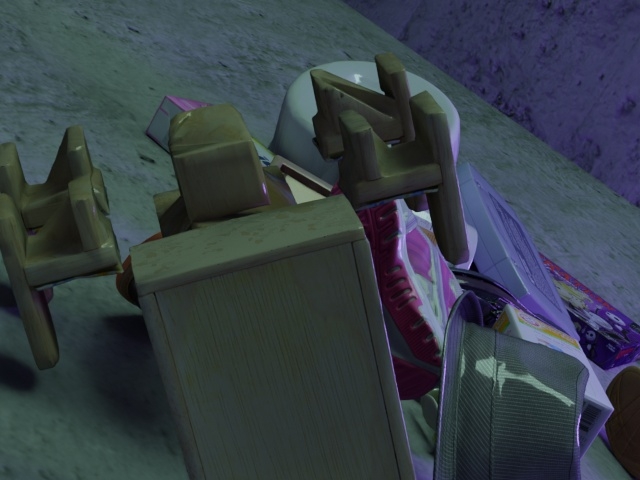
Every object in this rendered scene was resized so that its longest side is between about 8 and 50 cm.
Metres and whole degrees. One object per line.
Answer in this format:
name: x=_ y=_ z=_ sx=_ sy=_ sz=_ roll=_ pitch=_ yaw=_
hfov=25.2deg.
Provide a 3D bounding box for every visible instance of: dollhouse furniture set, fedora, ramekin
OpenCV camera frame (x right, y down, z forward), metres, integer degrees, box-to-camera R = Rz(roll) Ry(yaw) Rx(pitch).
dollhouse furniture set: x=-0.054 y=0.052 z=1.151 sx=0.362 sy=0.256 sz=0.394 roll=-14 pitch=23 yaw=-6
fedora: x=0.171 y=0.169 z=1.264 sx=0.124 sy=0.243 sz=0.275 roll=3 pitch=-18 yaw=8
ramekin: x=0.064 y=-0.135 z=2.002 sx=0.277 sy=0.135 sz=0.277 roll=7 pitch=37 yaw=-5

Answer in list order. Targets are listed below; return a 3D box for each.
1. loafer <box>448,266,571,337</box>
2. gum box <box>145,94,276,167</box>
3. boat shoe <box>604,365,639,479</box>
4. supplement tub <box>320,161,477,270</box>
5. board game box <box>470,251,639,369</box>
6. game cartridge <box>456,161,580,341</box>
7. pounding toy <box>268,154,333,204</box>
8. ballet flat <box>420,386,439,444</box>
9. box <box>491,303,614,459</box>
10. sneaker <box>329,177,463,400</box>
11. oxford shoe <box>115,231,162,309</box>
loafer: x=0.221 y=0.122 z=1.784 sx=0.303 sy=0.109 sz=0.095 roll=25 pitch=21 yaw=-30
gum box: x=-0.136 y=-0.121 z=1.922 sx=0.188 sy=0.062 sz=0.107 roll=39 pitch=18 yaw=25
boat shoe: x=0.438 y=0.268 z=1.764 sx=0.096 sy=0.098 sz=0.277 roll=22 pitch=28 yaw=-30
supplement tub: x=0.085 y=-0.008 z=1.840 sx=0.200 sy=0.144 sz=0.144 roll=27 pitch=17 yaw=-15
board game box: x=0.353 y=0.075 z=2.257 sx=0.347 sy=0.056 sz=0.208 roll=38 pitch=13 yaw=22
game cartridge: x=0.268 y=0.023 z=2.056 sx=0.196 sy=0.060 sz=0.294 roll=47 pitch=17 yaw=-40
pounding toy: x=0.008 y=-0.002 z=1.701 sx=0.206 sy=0.094 sz=0.181 roll=30 pitch=39 yaw=-4
ballet flat: x=0.146 y=0.170 z=1.568 sx=0.077 sy=0.077 sz=0.231 roll=13 pitch=20 yaw=-4
box: x=0.243 y=0.173 z=1.643 sx=0.103 sy=0.114 sz=0.203 roll=27 pitch=16 yaw=-10
sneaker: x=0.079 y=0.041 z=1.441 sx=0.111 sy=0.103 sz=0.252 roll=11 pitch=59 yaw=-55
oxford shoe: x=-0.036 y=0.076 z=1.418 sx=0.364 sy=0.130 sz=0.132 roll=16 pitch=29 yaw=-42
